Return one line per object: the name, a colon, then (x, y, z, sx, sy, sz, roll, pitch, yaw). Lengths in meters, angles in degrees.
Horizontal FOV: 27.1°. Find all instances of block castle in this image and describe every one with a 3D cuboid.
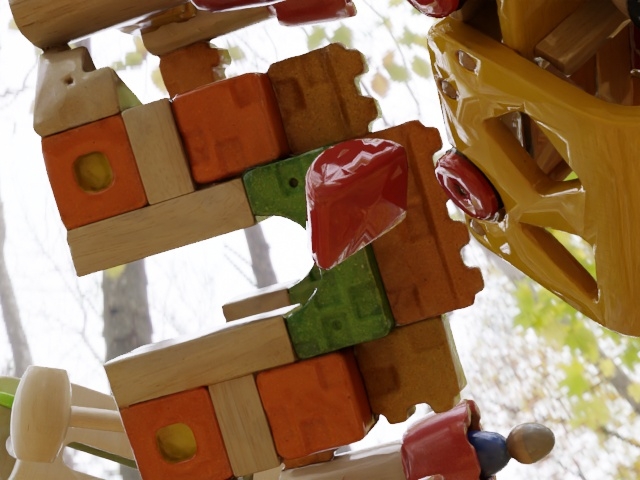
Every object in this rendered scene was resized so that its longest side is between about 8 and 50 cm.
block castle: (0.000, 0.000, 0.851, 0.212, 0.303, 0.453, -16, -88, 13)

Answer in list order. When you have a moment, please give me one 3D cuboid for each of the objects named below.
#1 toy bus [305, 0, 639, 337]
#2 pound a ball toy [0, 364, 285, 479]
toy bus: (0.096, -0.059, 0.404, 0.202, 0.104, 0.191, -6, -55, -49)
pound a ball toy: (-0.172, 0.214, 1.170, 0.319, 0.208, 0.136, 25, -107, -34)
